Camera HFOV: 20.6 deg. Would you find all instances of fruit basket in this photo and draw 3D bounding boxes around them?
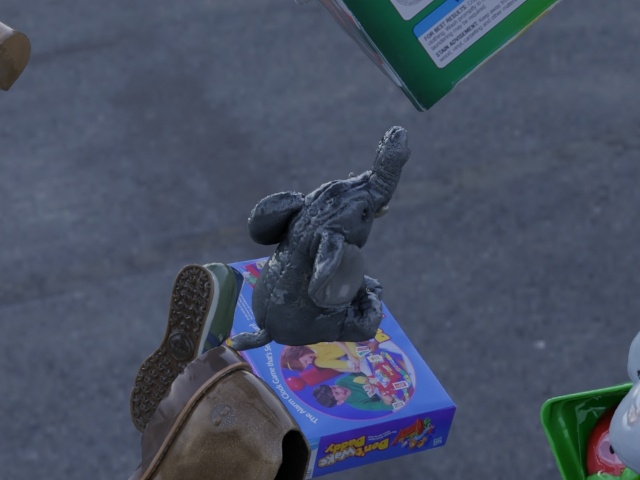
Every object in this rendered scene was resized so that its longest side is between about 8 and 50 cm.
[{"bbox_3d":[0.463,0.318,2.286,0.392,0.283,0.392,-21,6,2],"label":"fruit basket"}]

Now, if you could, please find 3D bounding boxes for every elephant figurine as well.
[{"bbox_3d":[0.000,0.000,2.003,0.169,0.239,0.186,10,47,6],"label":"elephant figurine"}]

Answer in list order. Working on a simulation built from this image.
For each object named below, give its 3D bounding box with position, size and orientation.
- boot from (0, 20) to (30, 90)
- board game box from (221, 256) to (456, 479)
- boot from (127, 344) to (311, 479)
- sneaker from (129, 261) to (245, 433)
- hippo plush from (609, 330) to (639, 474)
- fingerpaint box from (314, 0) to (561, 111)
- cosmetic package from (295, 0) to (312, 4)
[{"bbox_3d":[-0.440,-0.136,1.708,0.211,0.104,0.295,22,58,30],"label":"boot"},{"bbox_3d":[-0.004,0.156,2.391,0.233,0.078,0.347,-10,43,-25],"label":"board game box"},{"bbox_3d":[-0.109,0.238,1.415,0.115,0.305,0.112,40,29,23],"label":"boot"},{"bbox_3d":[-0.126,0.108,1.794,0.064,0.192,0.086,29,20,23],"label":"sneaker"},{"bbox_3d":[0.428,0.159,1.802,0.236,0.234,0.294,23,71,7],"label":"hippo plush"},{"bbox_3d":[0.139,-0.361,1.355,0.445,0.163,0.371,-39,36,2],"label":"fingerpaint box"},{"bbox_3d":[-0.015,-0.414,1.767,0.155,0.365,0.197,-18,70,2],"label":"cosmetic package"}]
